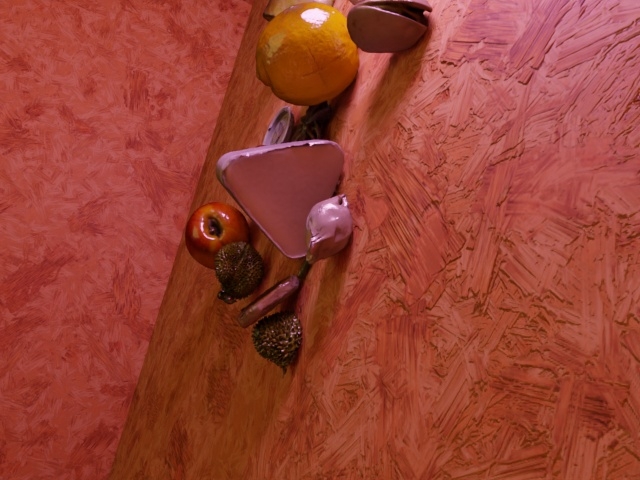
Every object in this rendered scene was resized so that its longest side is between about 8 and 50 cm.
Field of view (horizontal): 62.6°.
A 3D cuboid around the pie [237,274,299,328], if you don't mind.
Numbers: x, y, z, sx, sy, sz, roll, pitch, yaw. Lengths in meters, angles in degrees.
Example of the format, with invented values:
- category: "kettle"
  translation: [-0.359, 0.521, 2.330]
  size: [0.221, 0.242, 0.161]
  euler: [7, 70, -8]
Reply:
- category: "pie"
  translation: [-0.141, 0.161, 1.394]
  size: [0.195, 0.046, 0.195]
  euler: [-36, 2, 1]

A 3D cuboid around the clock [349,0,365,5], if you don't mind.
- category: "clock"
  translation: [0.084, -0.799, 1.535]
  size: [0.189, 0.254, 0.188]
  euler: [-55, 22, 37]

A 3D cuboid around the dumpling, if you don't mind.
- category: "dumpling"
  translation: [0.013, -0.021, 1.245]
  size: [0.199, 0.118, 0.136]
  euler: [-53, -8, -39]

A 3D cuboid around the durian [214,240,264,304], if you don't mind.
- category: "durian"
  translation: [-0.257, 0.099, 1.703]
  size: [0.146, 0.159, 0.198]
  euler: [22, -122, -85]

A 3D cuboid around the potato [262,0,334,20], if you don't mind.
- category: "potato"
  translation: [-0.077, -0.985, 2.095]
  size: [0.280, 0.213, 0.330]
  euler: [-66, 25, 11]

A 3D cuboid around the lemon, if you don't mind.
- category: "lemon"
  translation: [-0.038, -0.533, 1.524]
  size: [0.297, 0.297, 0.297]
  euler: [-48, 32, 42]

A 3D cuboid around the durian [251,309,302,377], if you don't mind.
- category: "durian"
  translation: [-0.118, 0.242, 1.344]
  size: [0.221, 0.096, 0.137]
  euler: [33, 102, 61]

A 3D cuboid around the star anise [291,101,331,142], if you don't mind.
- category: "star anise"
  translation: [-0.033, -0.344, 1.651]
  size: [0.197, 0.073, 0.212]
  euler: [-13, 57, 59]

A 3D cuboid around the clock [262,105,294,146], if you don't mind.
- category: "clock"
  translation: [-0.153, -0.389, 1.981]
  size: [0.236, 0.053, 0.236]
  euler: [-43, 37, 45]

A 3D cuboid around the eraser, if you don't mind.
- category: "eraser"
  translation: [-0.127, -0.147, 1.400]
  size: [0.331, 0.331, 0.150]
  euler: [-68, 23, 5]

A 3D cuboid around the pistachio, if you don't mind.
- category: "pistachio"
  translation: [0.165, -0.531, 1.282]
  size: [0.238, 0.153, 0.137]
  euler: [13, 93, 41]

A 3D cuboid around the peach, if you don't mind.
- category: "peach"
  translation: [-0.379, -0.011, 1.960]
  size: [0.281, 0.238, 0.280]
  euler: [160, 90, -82]

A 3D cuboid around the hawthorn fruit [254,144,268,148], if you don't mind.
- category: "hawthorn fruit"
  translation: [-0.210, -0.240, 1.884]
  size: [0.203, 0.163, 0.162]
  euler: [131, 151, -62]

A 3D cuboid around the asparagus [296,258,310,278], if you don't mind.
- category: "asparagus"
  translation: [0.000, 0.000, 1.363]
  size: [0.025, 0.024, 0.248]
  euler: [38, 113, 21]
